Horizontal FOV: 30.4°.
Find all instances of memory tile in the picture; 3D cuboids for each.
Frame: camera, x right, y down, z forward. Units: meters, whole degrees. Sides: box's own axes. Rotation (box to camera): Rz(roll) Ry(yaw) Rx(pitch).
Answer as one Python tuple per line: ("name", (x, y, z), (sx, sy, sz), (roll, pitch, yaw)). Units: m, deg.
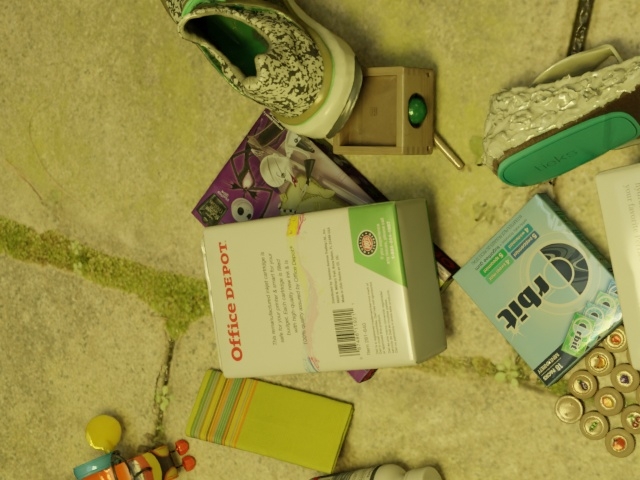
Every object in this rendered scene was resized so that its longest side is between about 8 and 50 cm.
("memory tile", (0.366, 0.185, 1.451), (0.113, 0.012, 0.148), (35, 110, 20))

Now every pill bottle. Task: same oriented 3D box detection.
("pill bottle", (0.072, 0.355, 1.562), (0.180, 0.108, 0.108), (-15, 88, 27))

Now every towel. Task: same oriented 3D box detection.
("towel", (-0.074, 0.253, 1.650), (0.237, 0.021, 0.102), (10, 70, 25))

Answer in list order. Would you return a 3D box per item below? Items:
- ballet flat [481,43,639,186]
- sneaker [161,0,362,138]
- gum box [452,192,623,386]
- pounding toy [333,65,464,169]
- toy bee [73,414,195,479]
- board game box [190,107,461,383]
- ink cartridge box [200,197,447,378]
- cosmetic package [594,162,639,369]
("ballet flat", (0.367, -0.183, 1.356), (0.408, 0.147, 0.147), (-17, 87, 26))
("sneaker", (-0.119, -0.289, 1.525), (0.410, 0.182, 0.158), (43, 109, 38))
("gum box", (0.280, 0.061, 1.460), (0.157, 0.041, 0.184), (-47, 71, 22))
("pounding toy", (0.101, -0.156, 1.516), (0.141, 0.100, 0.130), (4, 96, 37))
("toy bee", (-0.270, 0.358, 1.729), (0.298, 0.162, 0.195), (3, 106, 51))
("board game box", (0.000, 0.000, 1.600), (0.347, 0.056, 0.208), (44, 116, 16))
("ink cartridge box", (0.003, 0.062, 1.513), (0.278, 0.117, 0.201), (-7, 92, 27))
("cosmetic package", (0.550, -0.011, 1.256), (0.453, 0.161, 0.230), (-11, 90, 27))
